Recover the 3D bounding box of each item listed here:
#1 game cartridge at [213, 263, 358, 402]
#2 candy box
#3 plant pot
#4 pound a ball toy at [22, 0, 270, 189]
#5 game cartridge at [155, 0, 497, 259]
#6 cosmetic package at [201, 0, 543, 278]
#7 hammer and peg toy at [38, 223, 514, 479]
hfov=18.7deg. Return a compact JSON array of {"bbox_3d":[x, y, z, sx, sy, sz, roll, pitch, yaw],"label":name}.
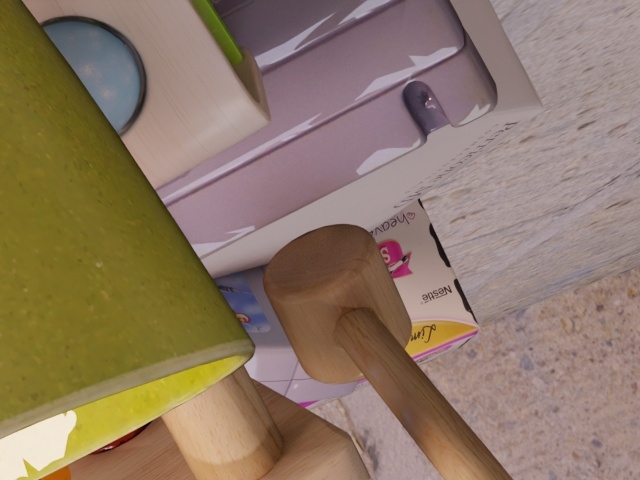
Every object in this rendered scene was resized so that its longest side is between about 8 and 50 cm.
[{"bbox_3d":[-0.123,0.032,1.287,0.297,0.198,0.062,7,115,-26],"label":"game cartridge"},{"bbox_3d":[0.000,0.000,1.496,0.159,0.233,0.071,-22,169,-17],"label":"candy box"},{"bbox_3d":[-0.204,-0.041,0.560,0.275,0.293,0.275,-25,175,-2],"label":"plant pot"},{"bbox_3d":[-0.209,-0.060,0.803,0.319,0.208,0.135,-29,-157,7],"label":"pound a ball toy"},{"bbox_3d":[-0.124,-0.082,0.913,0.355,0.230,0.068,-26,-159,11],"label":"game cartridge"},{"bbox_3d":[-0.069,-0.076,1.192,0.385,0.156,0.217,-12,162,-47],"label":"cosmetic package"},{"bbox_3d":[-0.094,0.096,0.807,0.361,0.127,0.266,-33,-155,-18],"label":"hammer and peg toy"}]
